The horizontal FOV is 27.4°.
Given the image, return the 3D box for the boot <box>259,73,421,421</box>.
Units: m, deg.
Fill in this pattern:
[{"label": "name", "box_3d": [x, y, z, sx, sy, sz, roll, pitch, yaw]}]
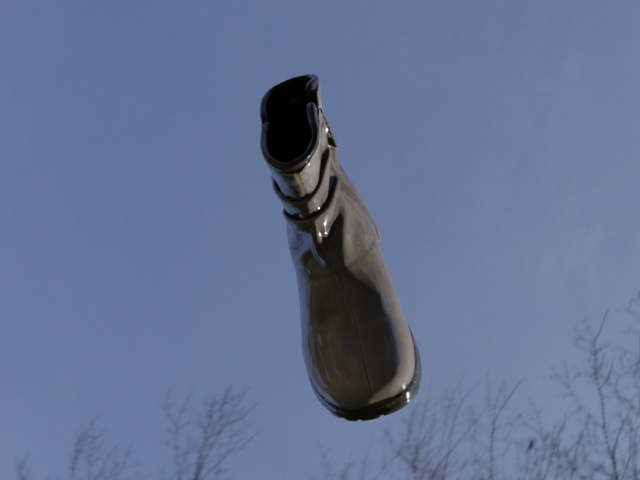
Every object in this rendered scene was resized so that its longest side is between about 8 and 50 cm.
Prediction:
[{"label": "boot", "box_3d": [0.000, 0.000, 1.301, 0.118, 0.338, 0.223, -20, -50, 2]}]
